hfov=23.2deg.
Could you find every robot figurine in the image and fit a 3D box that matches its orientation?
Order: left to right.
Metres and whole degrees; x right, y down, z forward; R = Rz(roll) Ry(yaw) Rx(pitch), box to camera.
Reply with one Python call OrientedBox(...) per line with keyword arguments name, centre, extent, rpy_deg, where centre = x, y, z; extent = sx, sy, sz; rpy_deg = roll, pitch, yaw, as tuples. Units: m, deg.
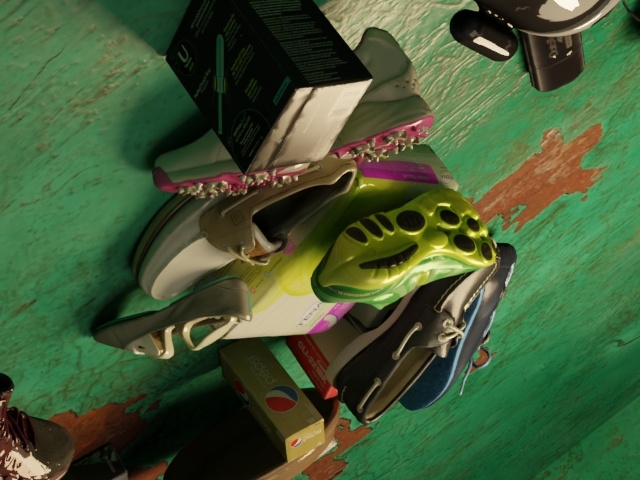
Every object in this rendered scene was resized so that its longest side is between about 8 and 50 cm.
OrientedBox(name="robot figurine", centre=(0.212, -0.305, 1.567), extent=(0.209, 0.173, 0.278), rpy_deg=(-26, 159, 23))

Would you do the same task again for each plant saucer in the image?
OrientedBox(name="plant saucer", centre=(-0.092, 0.296, 2.201), extent=(0.278, 0.041, 0.278), rpy_deg=(-25, -166, 7))

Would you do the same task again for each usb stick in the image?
OrientedBox(name="usb stick", centre=(0.275, -0.261, 1.877), extent=(0.077, 0.045, 0.278), rpy_deg=(-28, 155, 1))

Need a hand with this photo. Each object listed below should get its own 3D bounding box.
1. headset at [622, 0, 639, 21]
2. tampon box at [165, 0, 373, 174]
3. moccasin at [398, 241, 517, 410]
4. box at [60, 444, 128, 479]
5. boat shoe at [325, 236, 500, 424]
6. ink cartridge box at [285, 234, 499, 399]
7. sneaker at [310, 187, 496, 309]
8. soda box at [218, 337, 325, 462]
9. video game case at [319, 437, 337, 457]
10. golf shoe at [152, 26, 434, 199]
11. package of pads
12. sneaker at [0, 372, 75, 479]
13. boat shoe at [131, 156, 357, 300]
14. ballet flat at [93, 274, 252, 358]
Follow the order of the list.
OrientedBox(name="headset", centre=(0.525, -0.268, 1.998), extent=(0.394, 0.243, 0.185), rpy_deg=(24, 93, -42))
OrientedBox(name="tampon box", centre=(-0.052, -0.166, 1.498), extent=(0.101, 0.161, 0.120), rpy_deg=(-12, 148, -41))
OrientedBox(name="moccasin", centre=(0.217, 0.140, 2.401), extent=(0.117, 0.137, 0.342), rpy_deg=(-20, 152, -39))
OrientedBox(name="box", centre=(-0.413, 0.428, 2.215), extent=(0.322, 0.058, 0.232), rpy_deg=(-29, 154, -15))
OrientedBox(name="boat shoe", centre=(0.138, 0.120, 2.046), extent=(0.302, 0.091, 0.114), rpy_deg=(-48, 151, 23))
OrientedBox(name="ink cartridge box", centre=(0.097, 0.078, 2.163), extent=(0.197, 0.114, 0.273), rpy_deg=(-15, 147, -35))
OrientedBox(name="sneaker", centre=(0.097, 0.012, 1.857), extent=(0.295, 0.109, 0.123), rpy_deg=(-9, 162, -47))
OrientedBox(name="soda box", centre=(-0.067, 0.209, 2.106), extent=(0.061, 0.181, 0.058), rpy_deg=(-26, 142, -19))
OrientedBox(name="video game case", centre=(-0.131, 0.345, 2.226), extent=(0.274, 0.026, 0.196), rpy_deg=(-32, -164, -24))
OrientedBox(name="golf shoe", centre=(-0.038, -0.132, 1.656), extent=(0.306, 0.140, 0.115), rpy_deg=(-15, 175, 7))
OrientedBox(name="package of pads", centre=(0.000, 0.000, 1.923), extent=(0.229, 0.101, 0.296), rpy_deg=(1, 136, -53))
OrientedBox(name="sneaker", centre=(-0.375, 0.219, 1.842), extent=(0.281, 0.106, 0.162), rpy_deg=(1, 134, -51))
OrientedBox(name="boat shoe", centre=(-0.089, -0.025, 1.766), extent=(0.302, 0.103, 0.113), rpy_deg=(-43, 154, 16))
OrientedBox(name="ballet flat", centre=(-0.176, 0.105, 1.849), extent=(0.213, 0.068, 0.072), rpy_deg=(-21, 166, 21))
